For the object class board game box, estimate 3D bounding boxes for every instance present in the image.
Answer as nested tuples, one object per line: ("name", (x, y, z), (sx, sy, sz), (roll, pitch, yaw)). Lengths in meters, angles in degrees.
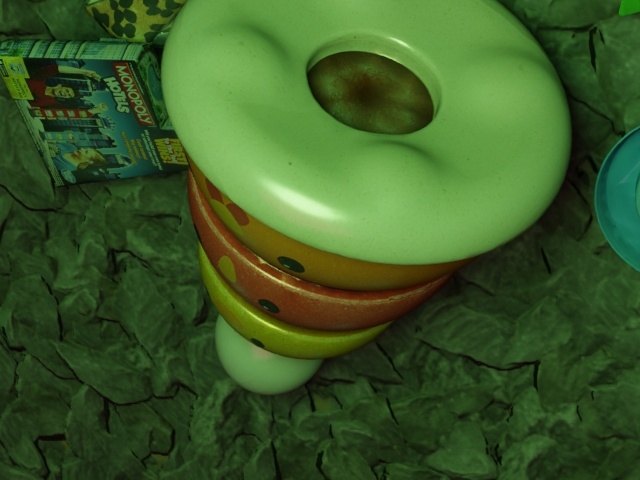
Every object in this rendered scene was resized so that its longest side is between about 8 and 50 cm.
("board game box", (-0.192, -0.130, 1.546), (0.194, 0.060, 0.194), (3, 143, 14))

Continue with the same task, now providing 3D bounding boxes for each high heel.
("high heel", (-0.138, -0.286, 1.452), (0.186, 0.093, 0.261), (10, 128, 11))

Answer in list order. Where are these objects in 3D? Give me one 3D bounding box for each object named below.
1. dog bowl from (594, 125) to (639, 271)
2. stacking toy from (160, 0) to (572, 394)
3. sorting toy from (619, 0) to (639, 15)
("dog bowl", (0.382, -0.004, 1.393), (0.297, 0.074, 0.166), (39, 124, 0))
("stacking toy", (0.000, 0.000, 1.463), (0.350, 0.350, 0.480), (28, 139, 8))
("sorting toy", (0.371, -0.277, 1.275), (0.347, 0.047, 0.196), (-9, 115, 26))
